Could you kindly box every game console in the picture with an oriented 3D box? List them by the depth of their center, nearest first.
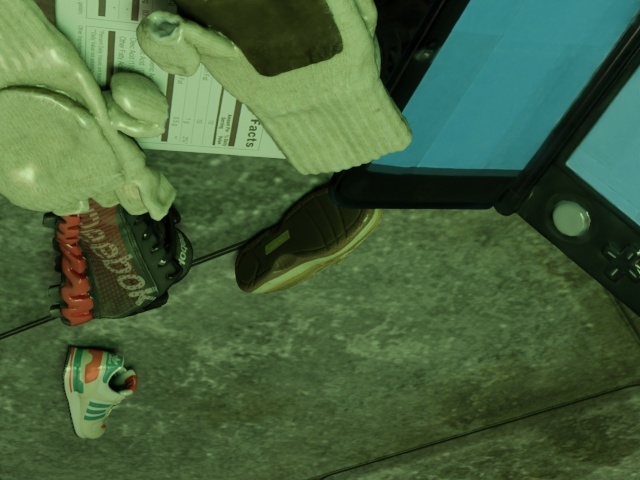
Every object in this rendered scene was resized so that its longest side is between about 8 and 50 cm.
[{"bbox_3d":[0.190,-0.071,0.764,0.250,0.173,0.293,42,133,12],"label":"game console"}]

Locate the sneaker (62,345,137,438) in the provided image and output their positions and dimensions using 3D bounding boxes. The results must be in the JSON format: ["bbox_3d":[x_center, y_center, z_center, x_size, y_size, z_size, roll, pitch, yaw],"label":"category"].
[{"bbox_3d":[-0.245,0.178,1.357,0.075,0.057,0.161,2,140,2],"label":"sneaker"}]

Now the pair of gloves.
[{"bbox_3d":[-0.085,-0.080,0.618,0.240,0.042,0.204,-10,143,11],"label":"pair of gloves"}]

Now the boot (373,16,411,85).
[{"bbox_3d":[0.025,-0.136,0.858,0.123,0.258,0.095,1,104,-18],"label":"boot"}]

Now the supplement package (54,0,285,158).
[{"bbox_3d":[-0.073,-0.213,0.696,0.145,0.262,0.204,4,143,-9],"label":"supplement package"}]

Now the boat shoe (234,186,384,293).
[{"bbox_3d":[0.000,0.000,1.155,0.072,0.068,0.190,14,150,-41],"label":"boat shoe"}]

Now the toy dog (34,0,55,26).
[{"bbox_3d":[-0.313,-0.165,0.720,0.220,0.161,0.334,-34,97,9],"label":"toy dog"}]

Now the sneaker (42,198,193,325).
[{"bbox_3d":[-0.181,-0.016,1.079,0.135,0.098,0.276,2,144,-7],"label":"sneaker"}]
